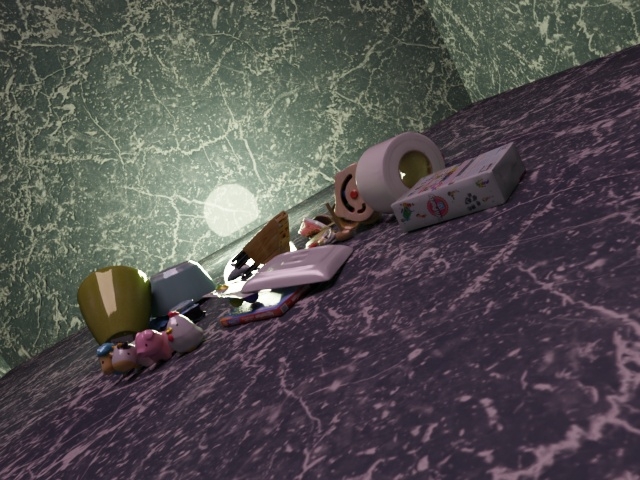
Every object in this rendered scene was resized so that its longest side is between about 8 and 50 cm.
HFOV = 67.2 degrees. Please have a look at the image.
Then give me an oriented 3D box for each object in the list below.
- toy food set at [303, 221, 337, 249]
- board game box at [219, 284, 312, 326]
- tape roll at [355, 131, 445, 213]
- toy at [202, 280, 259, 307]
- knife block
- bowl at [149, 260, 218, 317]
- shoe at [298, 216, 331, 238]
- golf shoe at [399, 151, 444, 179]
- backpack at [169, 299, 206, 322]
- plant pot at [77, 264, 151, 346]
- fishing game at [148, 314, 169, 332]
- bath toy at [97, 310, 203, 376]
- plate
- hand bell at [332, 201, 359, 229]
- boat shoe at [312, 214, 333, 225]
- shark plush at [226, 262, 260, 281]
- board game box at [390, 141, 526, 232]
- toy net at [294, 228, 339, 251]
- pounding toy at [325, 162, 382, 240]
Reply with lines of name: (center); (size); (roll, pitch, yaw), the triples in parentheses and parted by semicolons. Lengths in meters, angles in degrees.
toy food set: (0.000, 0.000, 1.840); (0.132, 0.038, 0.192); (-29, 13, 47)
board game box: (-0.163, 0.186, 1.395); (0.281, 0.027, 0.145); (-19, 13, 45)
tape roll: (0.260, -0.214, 1.568); (0.246, 0.246, 0.169); (-34, 12, -22)
toy: (-0.238, 0.164, 1.445); (0.137, 0.056, 0.237); (-24, 15, -40)
knife block: (-0.240, 0.014, 1.862); (0.242, 0.275, 0.088); (8, 27, 21)
bowl: (-0.614, 0.192, 2.079); (0.311, 0.163, 0.311); (-20, 7, 3)
shoe: (-0.026, -0.042, 2.034); (0.178, 0.063, 0.081); (22, 88, 51)
golf shoe: (0.382, -0.291, 1.982); (0.306, 0.115, 0.140); (-36, 16, -26)
backpack: (-0.489, 0.265, 1.733); (0.105, 0.084, 0.114); (-34, 9, -35)
plant pot: (-0.756, 0.291, 1.810); (0.275, 0.275, 0.293); (-30, 44, -6)
fishing game: (-0.691, 0.358, 1.960); (0.264, 0.041, 0.189); (-28, 17, -27)
bath toy: (-0.516, 0.314, 1.457); (0.348, 0.129, 0.151); (-24, 12, 24)
plate: (-0.066, 0.072, 1.424); (0.277, 0.045, 0.278); (-11, 12, 21)
hand bell: (0.145, -0.120, 1.890); (0.126, 0.126, 0.242); (-24, 0, 26)
boat shoe: (-0.001, -0.078, 2.125); (0.072, 0.068, 0.190); (-19, 3, -40)
shark plush: (-0.321, 0.140, 2.046); (0.161, 0.073, 0.067); (-4, 39, 18)
board game box: (0.378, -0.142, 1.327); (0.303, 0.097, 0.224); (-18, 15, 43)
toy net: (-0.018, 0.011, 1.675); (0.232, 0.045, 0.122); (-36, -15, -29)
pounding toy: (0.117, -0.138, 1.669); (0.154, 0.269, 0.155); (-6, -10, 29)
